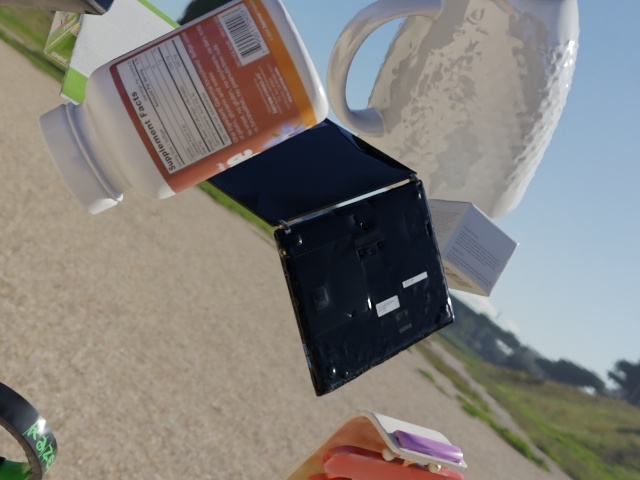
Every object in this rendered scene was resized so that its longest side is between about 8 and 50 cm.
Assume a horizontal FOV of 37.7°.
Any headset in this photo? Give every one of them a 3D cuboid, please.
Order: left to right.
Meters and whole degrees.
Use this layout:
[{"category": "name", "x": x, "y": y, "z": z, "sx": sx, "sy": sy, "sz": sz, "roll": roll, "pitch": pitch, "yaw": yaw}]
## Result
[{"category": "headset", "x": -0.566, "y": 0.239, "z": 1.400, "sx": 0.394, "sy": 0.185, "sz": 0.243, "roll": 13, "pitch": -45, "yaw": 11}]

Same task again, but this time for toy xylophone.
[{"category": "toy xylophone", "x": 0.044, "y": 0.312, "z": 1.103, "sx": 0.236, "sy": 0.323, "sz": 0.081, "roll": 15, "pitch": 36, "yaw": -31}]

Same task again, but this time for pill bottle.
[{"category": "pill bottle", "x": -0.112, "y": -0.108, "z": 0.771, "sx": 0.121, "sy": 0.216, "sz": 0.121, "roll": 64, "pitch": -1, "yaw": 1}]

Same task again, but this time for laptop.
[{"category": "laptop", "x": 0.000, "y": 0.000, "z": 1.000, "sx": 0.136, "sy": 0.234, "sz": 0.265, "roll": -7, "pitch": -80, "yaw": 45}]

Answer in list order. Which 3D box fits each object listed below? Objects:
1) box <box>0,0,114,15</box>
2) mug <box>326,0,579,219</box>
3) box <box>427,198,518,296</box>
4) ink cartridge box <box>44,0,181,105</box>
[{"category": "box", "x": -0.304, "y": -0.488, "z": 0.986, "sx": 0.211, "sy": 0.396, "sz": 0.293, "roll": 14, "pitch": -15, "yaw": 34}, {"category": "mug", "x": 0.184, "y": -0.240, "z": 1.354, "sx": 0.373, "sy": 0.328, "sz": 0.276, "roll": -1, "pitch": 41, "yaw": -24}, {"category": "box", "x": 0.182, "y": 0.008, "z": 1.238, "sx": 0.101, "sy": 0.087, "sz": 0.102, "roll": 36, "pitch": -11, "yaw": -27}, {"category": "ink cartridge box", "x": -0.311, "y": -0.251, "z": 1.397, "sx": 0.097, "sy": 0.255, "sz": 0.188, "roll": -23, "pitch": -42, "yaw": 37}]
